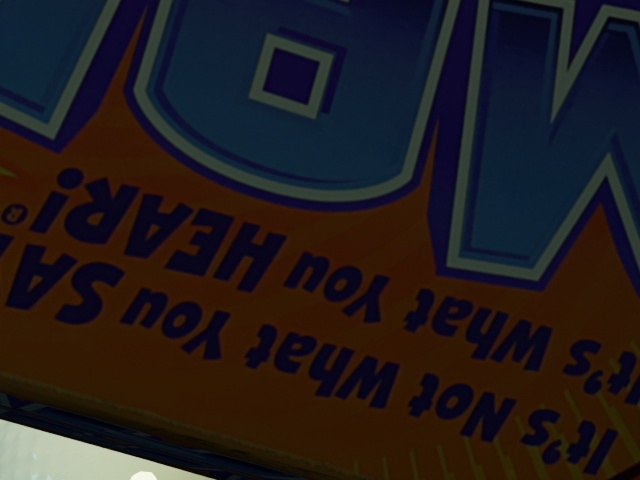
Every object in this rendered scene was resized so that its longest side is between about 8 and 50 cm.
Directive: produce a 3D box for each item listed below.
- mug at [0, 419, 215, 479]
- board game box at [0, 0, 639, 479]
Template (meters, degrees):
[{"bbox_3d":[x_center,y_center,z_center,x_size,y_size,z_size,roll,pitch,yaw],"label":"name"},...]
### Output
[{"bbox_3d":[-0.146,0.186,1.548,0.328,0.276,0.374,-141,64,-69],"label":"mug"},{"bbox_3d":[-0.019,-0.093,0.719,0.356,0.356,0.356,153,133,-75],"label":"board game box"}]
